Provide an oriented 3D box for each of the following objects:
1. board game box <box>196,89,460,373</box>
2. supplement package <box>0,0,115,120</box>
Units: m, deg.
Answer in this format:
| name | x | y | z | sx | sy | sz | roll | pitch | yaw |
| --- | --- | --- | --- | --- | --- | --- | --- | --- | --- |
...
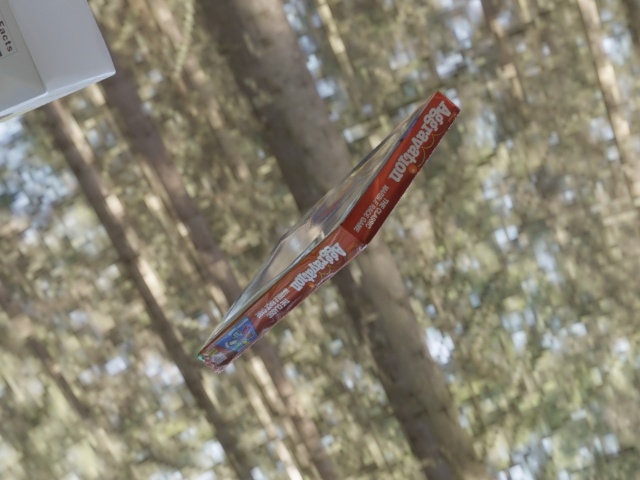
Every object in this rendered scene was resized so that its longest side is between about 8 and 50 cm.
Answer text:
| name | x | y | z | sx | sy | sz | roll | pitch | yaw |
| --- | --- | --- | --- | --- | --- | --- | --- | --- | --- |
| board game box | 0.000 | 0.000 | 1.260 | 0.145 | 0.027 | 0.281 | -56 | -172 | -32 |
| supplement package | -0.319 | -0.148 | 1.369 | 0.244 | 0.134 | 0.139 | -20 | -174 | 21 |
